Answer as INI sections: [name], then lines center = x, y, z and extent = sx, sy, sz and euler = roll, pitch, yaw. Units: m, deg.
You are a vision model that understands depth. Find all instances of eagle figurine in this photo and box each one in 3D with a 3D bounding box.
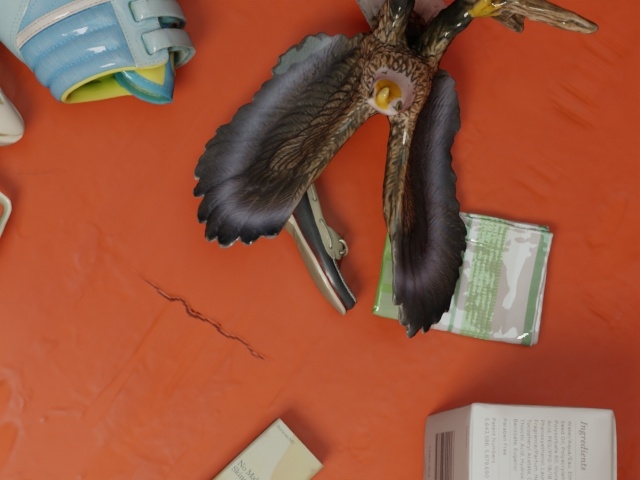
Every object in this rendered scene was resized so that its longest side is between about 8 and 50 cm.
[eagle figurine]
center = 0.050, -0.103, 1.161
extent = 0.226, 0.225, 0.298
euler = 34, 105, 34

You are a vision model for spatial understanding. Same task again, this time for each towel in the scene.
[towel]
center = 0.130, 0.028, 1.238
extent = 0.152, 0.023, 0.113
euler = 11, 77, -5

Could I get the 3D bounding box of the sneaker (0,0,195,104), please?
[sneaker]
center = -0.141, -0.241, 1.203
extent = 0.319, 0.127, 0.208
euler = -38, 84, -3

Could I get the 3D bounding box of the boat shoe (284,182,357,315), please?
[boat shoe]
center = 0.000, 0.000, 1.215
extent = 0.043, 0.049, 0.137
euler = -26, 79, -14

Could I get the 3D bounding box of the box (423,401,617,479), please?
[box]
center = 0.157, 0.228, 1.123
extent = 0.119, 0.181, 0.181
euler = 3, 79, -6

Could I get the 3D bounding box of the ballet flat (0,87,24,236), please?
[ballet flat]
center = -0.318, -0.060, 1.159
extent = 0.124, 0.116, 0.342
euler = 12, 78, -25

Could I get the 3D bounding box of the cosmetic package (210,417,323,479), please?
[cosmetic package]
center = -0.059, 0.210, 1.169
extent = 0.115, 0.041, 0.060
euler = -44, 87, -13
